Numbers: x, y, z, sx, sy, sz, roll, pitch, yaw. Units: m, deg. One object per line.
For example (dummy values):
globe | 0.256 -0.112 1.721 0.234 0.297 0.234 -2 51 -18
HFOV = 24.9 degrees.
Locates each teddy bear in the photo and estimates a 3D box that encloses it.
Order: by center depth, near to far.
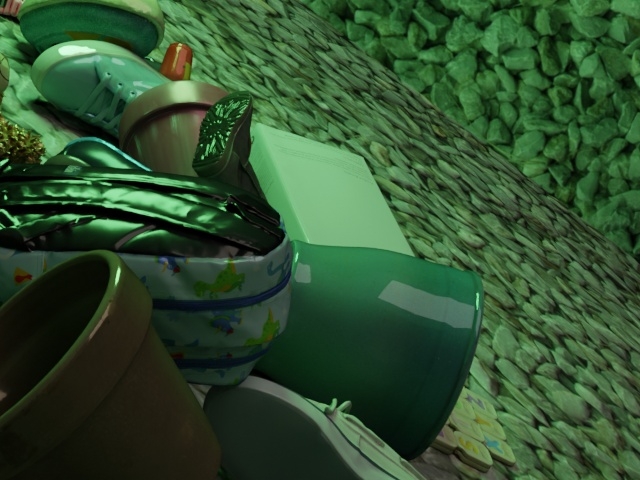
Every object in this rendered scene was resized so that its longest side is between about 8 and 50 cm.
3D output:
teddy bear | -0.474 -0.174 1.922 0.245 0.113 0.338 38 19 -4

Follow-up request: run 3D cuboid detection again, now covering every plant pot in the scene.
plant pot | -0.221 0.178 1.411 0.229 0.263 0.263 49 14 -22
plant pot | 0.046 0.123 1.943 0.255 0.272 0.272 22 22 -11
plant pot | -0.196 -0.105 2.153 0.201 0.201 0.180 23 39 -34

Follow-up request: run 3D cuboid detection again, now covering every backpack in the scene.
backpack | -0.207 0.032 1.644 0.355 0.273 0.290 -9 18 3

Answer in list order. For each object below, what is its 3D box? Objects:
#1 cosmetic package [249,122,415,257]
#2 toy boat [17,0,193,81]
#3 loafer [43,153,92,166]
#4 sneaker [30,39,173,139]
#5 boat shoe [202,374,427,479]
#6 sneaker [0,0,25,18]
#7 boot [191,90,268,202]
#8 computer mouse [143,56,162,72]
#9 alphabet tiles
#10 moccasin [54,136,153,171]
cosmetic package | 0.000 0.000 2.232 0.217 0.156 0.385 17 29 -26
toy boat | -0.329 -0.309 2.384 0.267 0.148 0.318 -3 -24 40
loafer | -0.241 0.044 1.850 0.366 0.134 0.130 34 49 9
sneaker | -0.279 -0.199 2.278 0.366 0.135 0.150 18 25 -40
boat shoe | 0.014 0.255 1.755 0.367 0.136 0.156 34 20 -17
sneaker | -0.531 -0.403 2.454 0.119 0.047 0.057 26 3 -35
boot | -0.101 -0.081 2.052 0.208 0.076 0.190 55 41 -36
computer mouse | -0.312 -0.300 2.556 0.262 0.060 0.184 45 20 22
alphabet tiles | 0.181 0.243 2.241 0.278 0.021 0.284 29 22 -22
moccasin | -0.236 -0.016 1.978 0.342 0.138 0.117 25 40 20
